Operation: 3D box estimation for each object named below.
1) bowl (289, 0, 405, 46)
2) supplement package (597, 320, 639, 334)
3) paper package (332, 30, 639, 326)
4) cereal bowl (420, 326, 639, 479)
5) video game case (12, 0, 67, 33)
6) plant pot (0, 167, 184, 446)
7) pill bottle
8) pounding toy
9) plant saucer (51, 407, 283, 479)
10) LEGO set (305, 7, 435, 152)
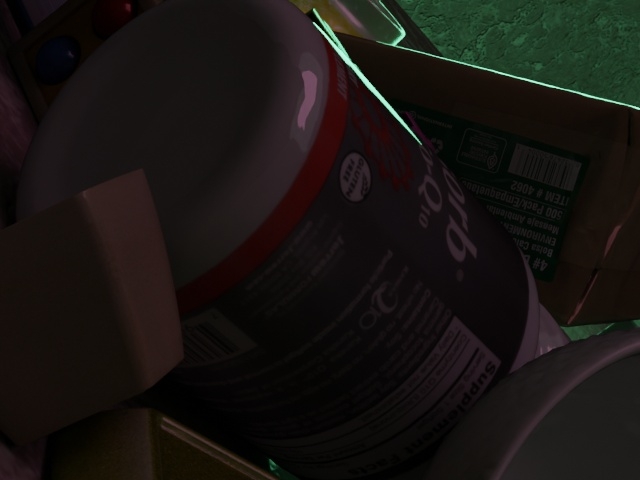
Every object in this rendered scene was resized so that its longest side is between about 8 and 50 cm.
[{"bbox_3d":[-0.014,-0.186,1.707,0.289,0.156,0.289,46,10,-11],"label":"bowl"},{"bbox_3d":[0.258,0.236,1.490,0.145,0.204,0.262,38,20,-51],"label":"supplement package"},{"bbox_3d":[0.104,-0.056,1.415,0.325,0.168,0.309,18,7,21],"label":"paper package"},{"bbox_3d":[0.171,0.215,1.057,0.339,0.339,0.141,48,-23,-22],"label":"cereal bowl"},{"bbox_3d":[-0.139,-0.181,1.318,0.015,0.166,0.119,100,-31,-49],"label":"video game case"},{"bbox_3d":[-0.123,0.035,0.859,0.096,0.109,0.109,64,11,-3],"label":"plant pot"},{"bbox_3d":[0.005,0.029,1.095,0.363,0.210,0.210,43,16,-41],"label":"pill bottle"},{"bbox_3d":[-0.125,-0.108,1.180,0.100,0.130,0.141,37,21,-54],"label":"pounding toy"},{"bbox_3d":[-0.034,0.151,0.830,0.188,0.045,0.188,32,12,-16],"label":"plant saucer"},{"bbox_3d":[-0.009,-0.113,1.225,0.227,0.087,0.093,56,12,-11],"label":"LEGO set"}]
